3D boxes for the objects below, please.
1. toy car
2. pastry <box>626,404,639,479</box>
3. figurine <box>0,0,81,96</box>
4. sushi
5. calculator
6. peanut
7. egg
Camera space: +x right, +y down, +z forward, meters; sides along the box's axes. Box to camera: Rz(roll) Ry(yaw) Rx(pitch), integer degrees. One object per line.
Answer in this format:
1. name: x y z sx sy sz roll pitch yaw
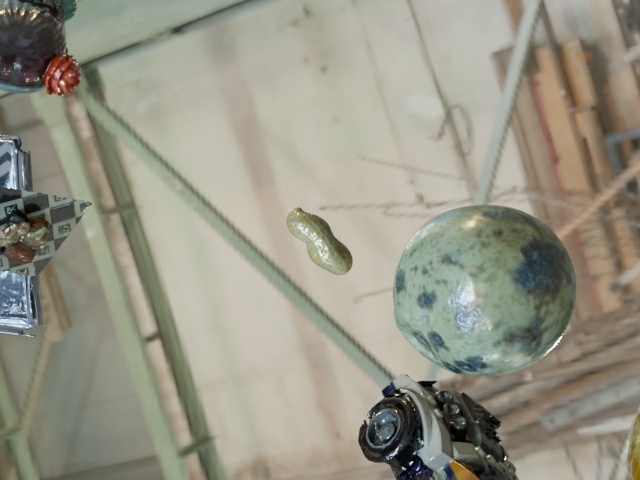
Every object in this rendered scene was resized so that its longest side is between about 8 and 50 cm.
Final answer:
1. toy car: 0.142 0.247 1.218 0.193 0.118 0.301 39 -162 -36
2. pastry: 0.377 0.218 1.228 0.237 0.170 0.256 -45 -44 -18
3. figurine: -0.364 -0.276 1.633 0.245 0.138 0.110 -92 5 -51
4. sushi: -0.315 0.000 1.340 0.126 0.120 0.026 11 -142 -44
5. calculator: -0.440 -0.006 1.641 0.028 0.166 0.274 -60 -26 -65
6. peanut: 0.000 0.000 1.265 0.083 0.037 0.037 49 -154 8
7. egg: 0.127 0.042 1.044 0.141 0.182 0.141 3 -99 -21
